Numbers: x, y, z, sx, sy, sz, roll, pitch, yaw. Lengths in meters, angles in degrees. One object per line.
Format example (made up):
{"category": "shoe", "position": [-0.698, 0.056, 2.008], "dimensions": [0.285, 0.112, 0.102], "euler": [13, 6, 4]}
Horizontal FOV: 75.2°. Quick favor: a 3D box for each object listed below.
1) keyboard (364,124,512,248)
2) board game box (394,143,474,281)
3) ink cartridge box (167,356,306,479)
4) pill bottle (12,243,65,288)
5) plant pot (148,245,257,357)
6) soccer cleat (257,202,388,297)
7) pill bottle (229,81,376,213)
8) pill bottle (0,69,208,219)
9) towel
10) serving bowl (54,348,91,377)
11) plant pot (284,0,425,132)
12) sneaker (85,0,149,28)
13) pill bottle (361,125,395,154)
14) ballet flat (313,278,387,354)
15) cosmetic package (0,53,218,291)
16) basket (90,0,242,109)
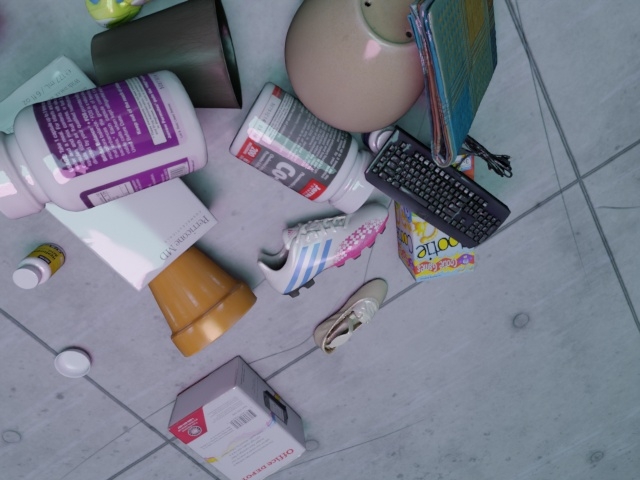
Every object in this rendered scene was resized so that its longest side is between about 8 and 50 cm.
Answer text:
{"category": "keyboard", "position": [0.263, -0.125, 0.833], "dimensions": [0.317, 0.033, 0.201], "euler": [29, 105, -19]}
{"category": "board game box", "position": [0.255, -0.067, 0.950], "dimensions": [0.144, 0.142, 0.275], "euler": [-11, 114, -3]}
{"category": "ink cartridge box", "position": [-0.220, 0.501, 1.138], "dimensions": [0.226, 0.131, 0.306], "euler": [-34, 115, 7]}
{"category": "pill bottle", "position": [-0.610, 0.057, 0.902], "dimensions": [0.065, 0.116, 0.065], "euler": [-3, 114, -7]}
{"category": "plant pot", "position": [-0.282, 0.124, 0.945], "dimensions": [0.205, 0.205, 0.188], "euler": [-36, 97, 8]}
{"category": "soccer cleat", "position": [0.000, 0.000, 0.959], "dimensions": [0.331, 0.116, 0.143], "euler": [-37, 113, 9]}
{"category": "pill bottle", "position": [-0.026, -0.178, 0.855], "dimensions": [0.283, 0.161, 0.161], "euler": [29, 106, -17]}
{"category": "pill bottle", "position": [-0.348, -0.146, 0.652], "dimensions": [0.302, 0.169, 0.169], "euler": [-24, 116, -20]}
{"category": "towel", "position": [0.247, -0.340, 0.724], "dimensions": [0.040, 0.370, 0.271], "euler": [7, 139, 32]}
{"category": "serving bowl", "position": [-0.624, 0.307, 1.056], "dimensions": [0.083, 0.027, 0.083], "euler": [-3, 113, -6]}
{"category": "plant pot", "position": [0.092, -0.353, 0.724], "dimensions": [0.284, 0.191, 0.284], "euler": [0, 89, -14]}
{"category": "sneaker", "position": [-0.323, -0.484, 0.723], "dimensions": [0.240, 0.091, 0.126], "euler": [-28, 113, 6]}
{"category": "pill bottle", "position": [0.130, -0.216, 0.881], "dimensions": [0.067, 0.120, 0.067], "euler": [-3, 113, -6]}
{"category": "ballet flat", "position": [0.085, 0.204, 1.078], "dimensions": [0.248, 0.086, 0.086], "euler": [-44, 111, 11]}
{"category": "cosmetic package", "position": [-0.412, -0.114, 0.805], "dimensions": [0.217, 0.156, 0.385], "euler": [-46, 112, -11]}
{"category": "basket", "position": [-0.278, -0.328, 0.768], "dimensions": [0.227, 0.154, 0.204], "euler": [-10, 109, 1]}
